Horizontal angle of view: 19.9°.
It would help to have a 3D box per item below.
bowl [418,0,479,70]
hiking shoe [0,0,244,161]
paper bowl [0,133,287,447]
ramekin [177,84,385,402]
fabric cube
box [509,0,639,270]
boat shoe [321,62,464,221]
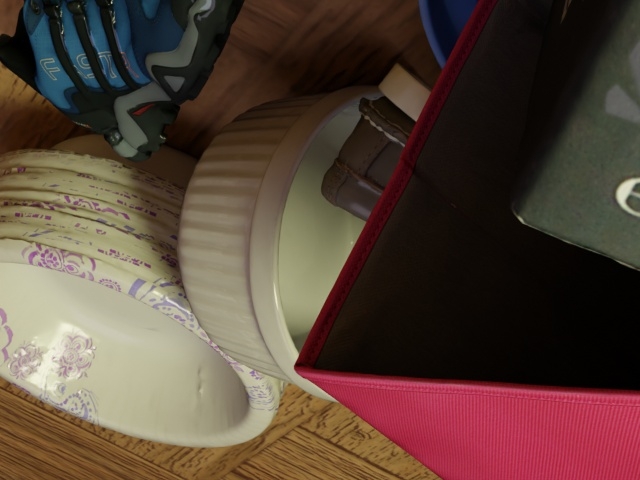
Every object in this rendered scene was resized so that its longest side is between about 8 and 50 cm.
[{"bbox_3d":[0.247,-0.122,0.961,0.391,0.077,0.391,16,150,9],"label":"bowl"},{"bbox_3d":[-0.123,-0.145,1.123,0.132,0.113,0.304,26,150,-9],"label":"hiking shoe"},{"bbox_3d":[-0.145,0.029,1.393,0.284,0.148,0.284,15,150,9],"label":"paper bowl"},{"bbox_3d":[0.000,0.000,1.203,0.109,0.207,0.207,6,148,41],"label":"ramekin"},{"bbox_3d":[0.198,0.026,0.869,0.258,0.259,0.254,39,157,-28],"label":"fabric cube"},{"bbox_3d":[0.368,-0.163,0.485,0.480,0.297,0.472,21,132,0],"label":"box"},{"bbox_3d":[0.104,-0.005,1.162,0.109,0.091,0.305,43,-176,39],"label":"boat shoe"}]
